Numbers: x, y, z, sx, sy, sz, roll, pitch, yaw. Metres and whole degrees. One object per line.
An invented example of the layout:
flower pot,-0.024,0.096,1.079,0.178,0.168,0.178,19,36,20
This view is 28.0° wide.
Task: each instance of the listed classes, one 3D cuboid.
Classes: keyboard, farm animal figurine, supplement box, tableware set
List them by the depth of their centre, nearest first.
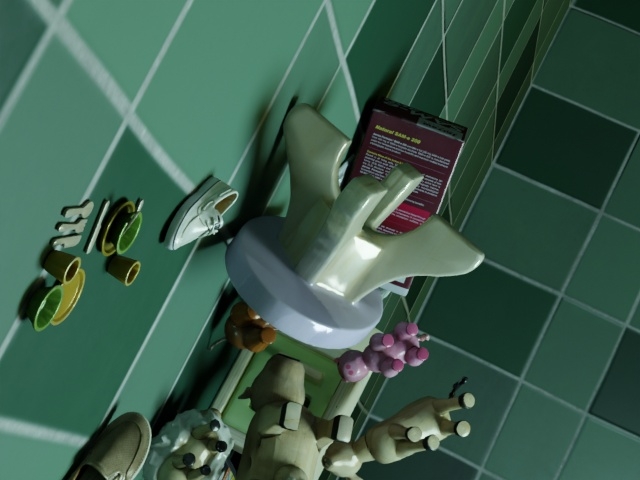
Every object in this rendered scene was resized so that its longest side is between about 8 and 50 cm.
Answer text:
tableware set,-0.173,0.020,0.984,0.104,0.024,0.154,-66,169,9
farm animal figurine,-0.016,0.220,1.496,0.172,0.330,0.326,-25,-147,59
supplement box,0.099,-0.059,1.743,0.073,0.130,0.239,-63,173,-66
keyboard,0.000,0.000,1.774,0.072,0.014,0.256,-57,168,-57

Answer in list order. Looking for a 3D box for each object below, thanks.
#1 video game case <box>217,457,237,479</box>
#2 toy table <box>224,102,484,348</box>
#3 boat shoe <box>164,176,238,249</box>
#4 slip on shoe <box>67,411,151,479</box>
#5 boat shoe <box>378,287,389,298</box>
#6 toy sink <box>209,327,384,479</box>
video game case,-0.194,0.416,1.723,0.274,0.035,0.248,-62,168,-18
toy table,0.027,-0.006,1.350,0.161,0.252,0.274,-51,-176,16
boat shoe,-0.106,-0.021,1.169,0.100,0.035,0.035,-52,163,-49
slip on shoe,-0.205,0.216,1.202,0.135,0.051,0.041,-51,167,-24
boat shoe,0.057,0.047,1.891,0.103,0.118,0.320,-61,176,-63
toy sink,-0.028,0.180,1.668,0.234,0.153,0.131,-61,168,-14
